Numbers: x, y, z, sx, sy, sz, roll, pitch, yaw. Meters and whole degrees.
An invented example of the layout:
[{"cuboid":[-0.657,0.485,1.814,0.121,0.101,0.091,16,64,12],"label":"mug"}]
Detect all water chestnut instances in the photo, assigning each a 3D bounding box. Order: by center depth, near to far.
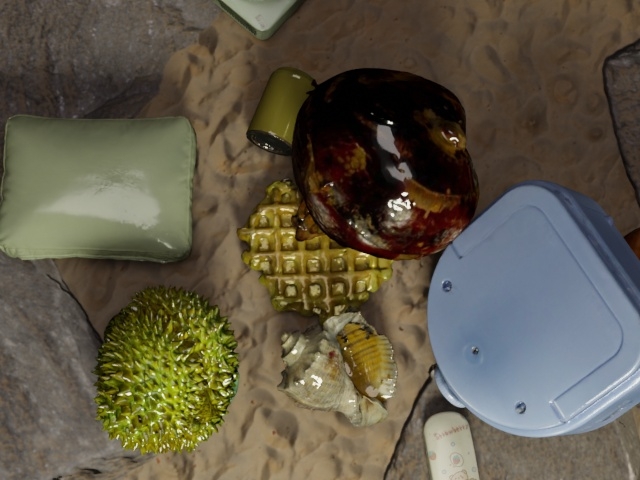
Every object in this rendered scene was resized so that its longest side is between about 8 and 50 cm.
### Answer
[{"cuboid":[0.082,-0.102,1.702,0.335,0.347,0.335,24,38,-21],"label":"water chestnut"}]

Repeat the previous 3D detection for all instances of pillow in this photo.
[{"cuboid":[-0.371,-0.088,1.790,0.322,0.120,0.256,1,76,-2],"label":"pillow"}]

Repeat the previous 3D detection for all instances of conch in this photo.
[{"cuboid":[0.032,0.206,1.723,0.245,0.163,0.178,42,94,-22],"label":"conch"}]

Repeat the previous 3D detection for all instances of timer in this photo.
[{"cuboid":[0.339,0.131,1.687,0.395,0.173,0.395,-5,82,38],"label":"timer"}]

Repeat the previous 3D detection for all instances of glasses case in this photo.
[{"cuboid":[0.216,0.379,1.734,0.081,0.051,0.204,-9,77,-4],"label":"glasses case"}]

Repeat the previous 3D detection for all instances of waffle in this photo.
[{"cuboid":[0.000,0.000,1.822,0.291,0.051,0.291,1,78,-4],"label":"waffle"}]

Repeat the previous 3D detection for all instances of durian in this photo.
[{"cuboid":[-0.236,0.207,1.661,0.224,0.291,0.291,17,75,-12],"label":"durian"}]

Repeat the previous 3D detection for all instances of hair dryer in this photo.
[{"cuboid":[0.023,-0.190,1.862,0.278,0.090,0.135,22,74,-4],"label":"hair dryer"}]

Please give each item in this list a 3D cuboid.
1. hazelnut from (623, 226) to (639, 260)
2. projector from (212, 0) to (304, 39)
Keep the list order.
[{"cuboid":[0.532,0.075,1.749,0.176,0.214,0.214,20,76,3],"label":"hazelnut"},{"cuboid":[-0.113,-0.534,1.936,0.257,0.079,0.259,40,79,6],"label":"projector"}]
